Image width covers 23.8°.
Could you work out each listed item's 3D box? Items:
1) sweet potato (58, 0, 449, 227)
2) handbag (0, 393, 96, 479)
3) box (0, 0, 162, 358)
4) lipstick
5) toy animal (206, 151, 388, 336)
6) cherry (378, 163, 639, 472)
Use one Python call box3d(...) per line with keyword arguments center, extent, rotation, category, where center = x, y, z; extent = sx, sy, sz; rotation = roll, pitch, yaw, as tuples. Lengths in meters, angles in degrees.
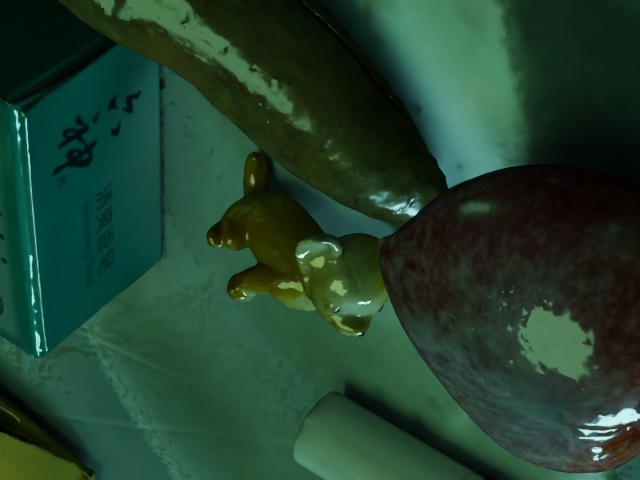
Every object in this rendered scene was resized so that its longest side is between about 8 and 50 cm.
box3d(center=(-0.058, -0.099, 0.569), extent=(0.273, 0.075, 0.075), rotation=(38, 142, 6), category="sweet potato")
box3d(center=(-0.334, 0.125, 0.994), extent=(0.401, 0.133, 0.283), rotation=(36, 136, 16), category="handbag")
box3d(center=(-0.191, -0.073, 0.698), extent=(0.244, 0.092, 0.153), rotation=(29, 137, 22), category="box")
box3d(center=(0.050, 0.113, 0.665), extent=(0.130, 0.038, 0.038), rotation=(29, 138, 24), category="lipstick")
box3d(center=(0.000, 0.000, 0.615), extent=(0.083, 0.060, 0.081), rotation=(-11, 78, 48), category="toy animal")
box3d(center=(0.122, 0.045, 0.504), extent=(0.225, 0.090, 0.107), rotation=(27, 126, 13), category="cherry")
